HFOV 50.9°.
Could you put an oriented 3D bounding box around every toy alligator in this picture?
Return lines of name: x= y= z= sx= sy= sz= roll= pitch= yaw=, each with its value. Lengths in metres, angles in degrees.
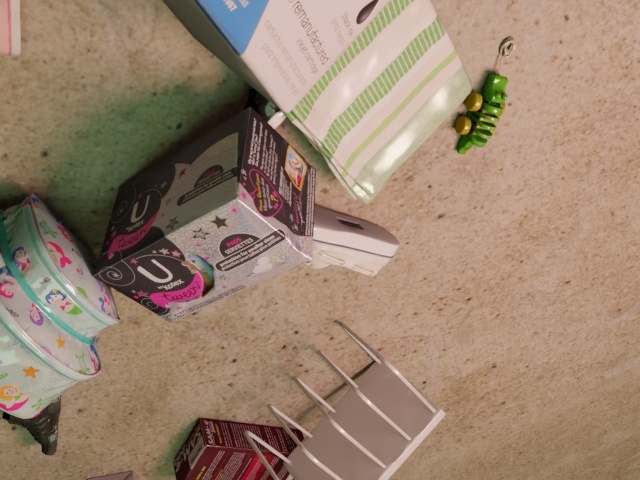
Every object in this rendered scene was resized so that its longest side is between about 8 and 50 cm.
toy alligator: x=0.255 y=-0.205 z=1.004 sx=0.056 sy=0.051 sz=0.189 roll=6 pitch=123 yaw=-26

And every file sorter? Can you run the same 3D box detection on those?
file sorter: x=0.031 y=0.318 z=1.178 sx=0.277 sy=0.193 sz=0.173 roll=-47 pitch=125 yaw=-5

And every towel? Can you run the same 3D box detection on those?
towel: x=0.068 y=-0.213 z=0.870 sx=0.248 sy=0.038 sz=0.325 roll=-47 pitch=140 yaw=0

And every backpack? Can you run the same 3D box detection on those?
backpack: x=-0.371 y=0.083 z=0.842 sx=0.191 sy=0.253 sz=0.225 roll=-30 pitch=129 yaw=2

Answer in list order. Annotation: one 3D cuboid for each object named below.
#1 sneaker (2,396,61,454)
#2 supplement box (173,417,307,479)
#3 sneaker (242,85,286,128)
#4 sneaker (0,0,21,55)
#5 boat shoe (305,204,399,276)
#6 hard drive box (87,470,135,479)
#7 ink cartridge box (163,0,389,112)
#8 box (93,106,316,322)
sneaker: x=-0.469 y=0.280 z=1.087 sx=0.089 sy=0.051 sz=0.170 roll=4 pitch=119 yaw=-24
supplement box: x=-0.147 y=0.425 z=1.305 sx=0.239 sy=0.073 sz=0.130 roll=17 pitch=116 yaw=-32
sneaker: x=-0.070 y=-0.236 z=0.844 sx=0.121 sy=0.079 sz=0.217 roll=32 pitch=101 yaw=-33
sneaker: x=-0.360 y=-0.263 z=0.718 sx=0.070 sy=0.051 sz=0.134 roll=-3 pitch=130 yaw=-26
boat shoe: x=0.000 y=0.000 z=1.036 sx=0.268 sy=0.096 sz=0.088 roll=13 pitch=115 yaw=-38
hard drive box: x=-0.382 y=0.584 z=1.262 sx=0.089 sy=0.181 sz=0.232 roll=-5 pitch=126 yaw=-18
ink cartridge box: x=0.007 y=-0.354 z=0.601 sx=0.395 sy=0.166 sz=0.285 roll=-48 pitch=160 yaw=1
box: x=-0.146 y=-0.025 z=0.860 sx=0.247 sy=0.163 sz=0.142 roll=-25 pitch=133 yaw=29
